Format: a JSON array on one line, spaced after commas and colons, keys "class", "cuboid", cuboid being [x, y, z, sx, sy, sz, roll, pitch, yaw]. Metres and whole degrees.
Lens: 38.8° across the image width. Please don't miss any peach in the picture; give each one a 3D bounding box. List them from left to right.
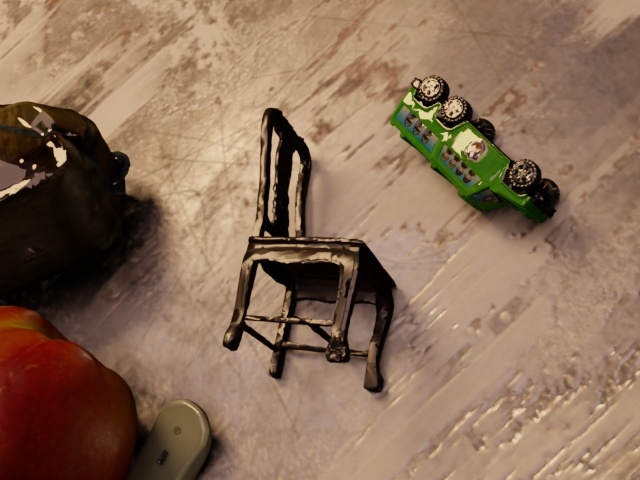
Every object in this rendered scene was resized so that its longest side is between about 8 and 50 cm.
[{"class": "peach", "cuboid": [-0.257, 0.175, 0.711, 0.200, 0.243, 0.243, 35, 79, -15]}]

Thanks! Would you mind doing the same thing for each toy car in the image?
[{"class": "toy car", "cuboid": [0.130, -0.071, 0.773, 0.062, 0.071, 0.165, -47, 60, 12]}]

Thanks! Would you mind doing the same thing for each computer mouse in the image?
[{"class": "computer mouse", "cuboid": [-0.127, 0.187, 0.768, 0.056, 0.032, 0.110, 30, 90, 29]}]

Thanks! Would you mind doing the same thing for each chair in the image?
[{"class": "chair", "cuboid": [0.000, 0.000, 0.764, 0.113, 0.106, 0.229, 2, 69, 21]}]

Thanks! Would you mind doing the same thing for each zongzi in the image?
[{"class": "zongzi", "cuboid": [-0.407, -0.094, 0.914, 0.404, 0.207, 0.432, -24, 50, 2]}]
